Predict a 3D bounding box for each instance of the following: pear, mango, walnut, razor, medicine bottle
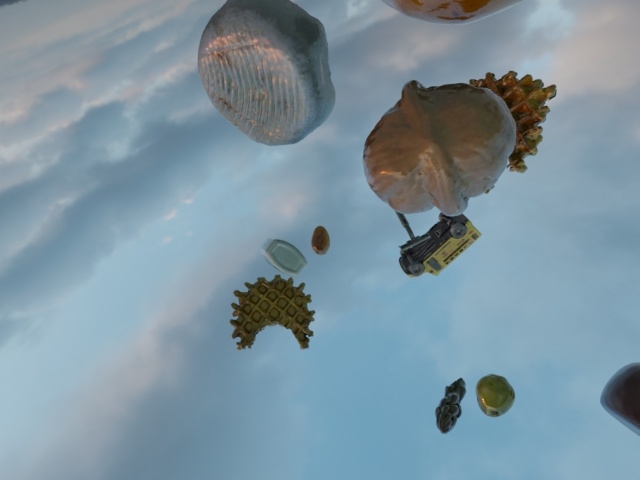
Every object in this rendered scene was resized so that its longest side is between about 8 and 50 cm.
[{"bbox_3d":[0.412,0.365,0.950,0.092,0.092,0.097,6,-107,28],"label":"pear"},{"bbox_3d":[0.000,0.000,1.540,0.078,0.114,0.057,2,-171,30],"label":"mango"},{"bbox_3d":[0.122,-0.097,0.428,0.166,0.149,0.166,-19,178,-1],"label":"walnut"},{"bbox_3d":[0.203,-0.082,1.069,0.084,0.036,0.211,-27,-100,4],"label":"razor"},{"bbox_3d":[-0.119,0.046,1.214,0.083,0.121,0.229,-54,-167,-8],"label":"medicine bottle"}]

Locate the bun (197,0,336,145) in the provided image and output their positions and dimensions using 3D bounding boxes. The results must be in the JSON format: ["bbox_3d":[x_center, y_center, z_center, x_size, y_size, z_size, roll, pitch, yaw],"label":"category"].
[{"bbox_3d":[-0.121,-0.397,0.953,0.354,0.355,0.194,9,-133,31],"label":"bun"}]

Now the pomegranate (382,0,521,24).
[{"bbox_3d":[0.255,-0.605,0.700,0.416,0.417,0.417,-12,-139,11],"label":"pomegranate"}]

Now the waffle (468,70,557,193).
[{"bbox_3d":[0.312,-0.205,0.773,0.051,0.229,0.231,9,-167,-36],"label":"waffle"}]

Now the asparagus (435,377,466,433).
[{"bbox_3d":[0.412,0.529,1.288,0.080,0.080,0.287,2,-168,25],"label":"asparagus"}]

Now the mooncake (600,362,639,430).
[{"bbox_3d":[0.884,0.447,0.978,0.333,0.326,0.174,36,-92,32],"label":"mooncake"}]

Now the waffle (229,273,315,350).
[{"bbox_3d":[-0.160,0.242,1.370,0.292,0.069,0.260,-1,-102,-9],"label":"waffle"}]

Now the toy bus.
[{"bbox_3d":[0.482,0.029,1.661,0.330,0.152,0.144,-45,-153,16],"label":"toy bus"}]
